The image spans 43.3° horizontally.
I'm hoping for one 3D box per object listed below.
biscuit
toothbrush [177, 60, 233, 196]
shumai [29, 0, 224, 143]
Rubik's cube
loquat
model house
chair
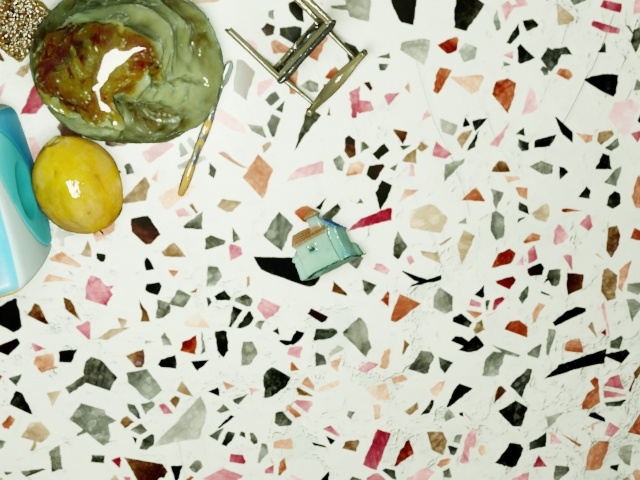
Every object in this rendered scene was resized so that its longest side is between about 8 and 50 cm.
[{"bbox_3d":[-0.668,-0.488,1.640,0.237,0.026,0.131,42,94,-18],"label":"biscuit"},{"bbox_3d":[-0.254,-0.242,1.772,0.023,0.031,0.321,20,102,-13],"label":"toothbrush"},{"bbox_3d":[-0.392,-0.331,1.572,0.397,0.323,0.324,0,105,-4],"label":"shumai"},{"bbox_3d":[-0.752,-0.066,1.579,0.352,0.347,0.352,-14,108,-5],"label":"Rubik's cube"},{"bbox_3d":[-0.503,-0.113,1.692,0.176,0.187,0.234,-7,119,25],"label":"loquat"},{"bbox_3d":[0.000,0.000,1.853,0.148,0.119,0.149,-25,84,23],"label":"model house"},{"bbox_3d":[-0.044,-0.405,1.686,0.272,0.166,0.188,41,96,-17],"label":"chair"}]
